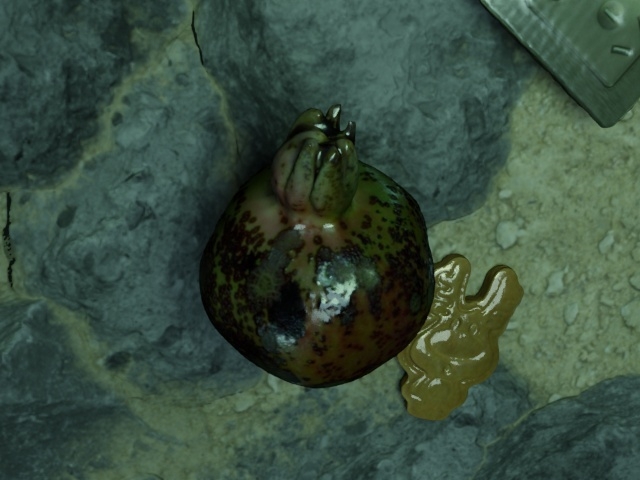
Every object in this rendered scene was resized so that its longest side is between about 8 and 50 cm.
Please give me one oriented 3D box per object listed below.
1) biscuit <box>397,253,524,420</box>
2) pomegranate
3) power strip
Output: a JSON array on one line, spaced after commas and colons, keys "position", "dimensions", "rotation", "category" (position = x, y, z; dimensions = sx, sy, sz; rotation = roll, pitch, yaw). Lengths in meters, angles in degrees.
[{"position": [0.178, 0.134, 1.565], "dimensions": [0.144, 0.040, 0.236], "rotation": [16, 103, -11], "category": "biscuit"}, {"position": [0.000, 0.000, 1.315], "dimensions": [0.285, 0.285, 0.340], "rotation": [-11, 140, -8], "category": "pomegranate"}, {"position": [0.346, -0.309, 1.412], "dimensions": [0.257, 0.092, 0.251], "rotation": [41, 99, -20], "category": "power strip"}]
